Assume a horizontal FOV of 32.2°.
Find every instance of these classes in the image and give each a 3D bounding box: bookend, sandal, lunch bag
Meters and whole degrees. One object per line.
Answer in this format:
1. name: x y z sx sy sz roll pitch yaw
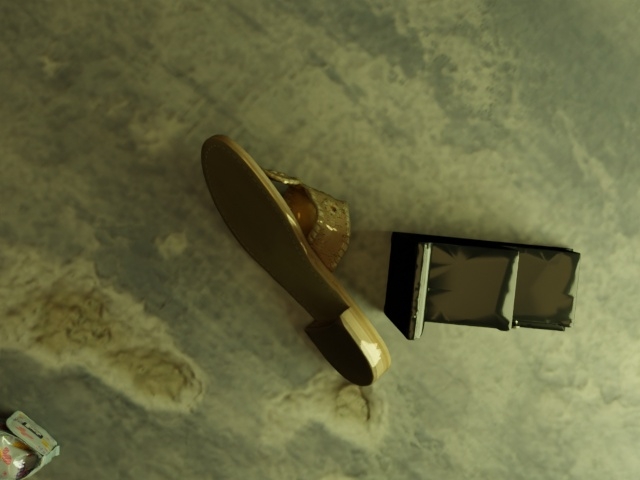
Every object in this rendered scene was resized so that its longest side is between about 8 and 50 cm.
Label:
1. bookend: 0.137 0.038 0.864 0.157 0.156 0.072 5 93 -4
2. sandal: -0.004 0.001 0.908 0.079 0.088 0.240 -40 103 -31
3. lunch bag: -0.257 0.166 0.895 0.083 0.071 0.053 6 89 -2
